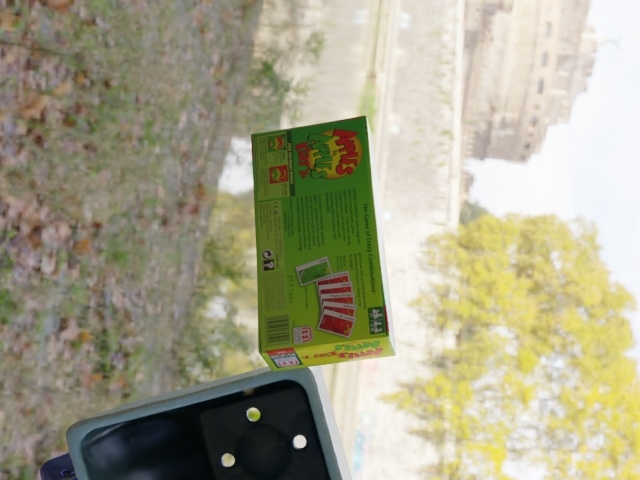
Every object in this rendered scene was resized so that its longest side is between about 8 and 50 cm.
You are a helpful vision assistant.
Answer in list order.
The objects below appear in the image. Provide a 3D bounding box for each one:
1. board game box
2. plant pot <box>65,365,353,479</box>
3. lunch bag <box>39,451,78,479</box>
[{"bbox_3d":[0.000,0.000,0.708,0.043,0.092,0.181,67,17,-62],"label":"board game box"},{"bbox_3d":[-0.079,0.256,1.012,0.252,0.248,0.247,-18,92,-82],"label":"plant pot"},{"bbox_3d":[-0.295,0.304,1.152,0.065,0.067,0.098,51,-30,38],"label":"lunch bag"}]
